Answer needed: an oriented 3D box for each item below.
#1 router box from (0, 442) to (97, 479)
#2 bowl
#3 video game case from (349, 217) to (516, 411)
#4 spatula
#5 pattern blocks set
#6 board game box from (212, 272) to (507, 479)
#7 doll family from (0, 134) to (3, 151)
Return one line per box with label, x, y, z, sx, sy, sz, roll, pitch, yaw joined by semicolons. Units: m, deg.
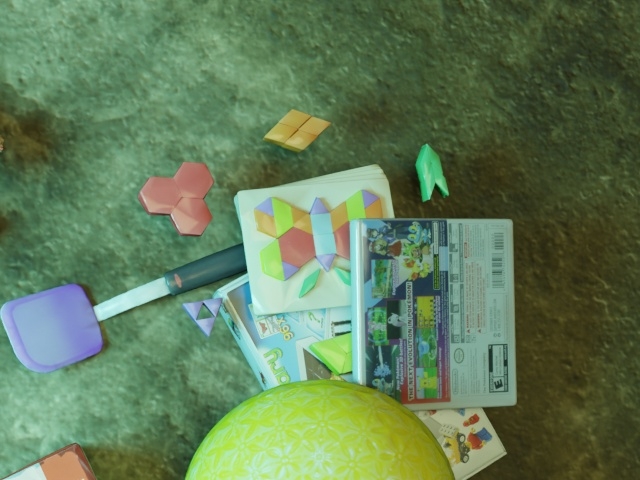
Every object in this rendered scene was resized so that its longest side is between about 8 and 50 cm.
router box;-0.300;0.413;1.218;0.301;0.082;0.335;-25;85;-15
bowl;-0.004;0.289;1.220;0.289;0.156;0.289;0;95;3
video game case;0.120;0.077;1.329;0.183;0.023;0.201;0;88;-20
spatula;-0.185;0.057;1.338;0.296;0.030;0.084;-20;85;-15
pattern blocks set;0.000;0.000;1.336;0.325;0.026;0.285;-22;84;-17
board game box;0.042;0.144;1.358;0.193;0.053;0.305;-28;86;-16
doll family;-0.435;-0.037;1.276;0.163;0.118;0.263;45;56;6
